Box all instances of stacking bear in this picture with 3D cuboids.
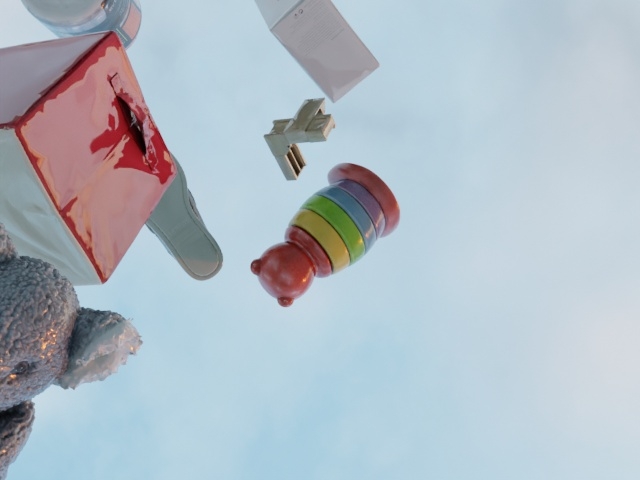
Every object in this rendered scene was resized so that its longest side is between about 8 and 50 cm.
[{"bbox_3d":[0.000,0.000,1.342,0.289,0.164,0.175,-42,-82,-21],"label":"stacking bear"}]

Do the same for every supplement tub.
[{"bbox_3d":[-0.523,-0.534,1.601,0.207,0.338,0.207,0,-90,-2],"label":"supplement tub"}]

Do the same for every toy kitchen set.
[{"bbox_3d":[-0.010,-0.127,0.889,0.083,0.075,0.068,0,-135,31],"label":"toy kitchen set"}]

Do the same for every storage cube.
[{"bbox_3d":[-0.293,-0.079,0.732,0.214,0.184,0.193,-4,-142,18],"label":"storage cube"}]

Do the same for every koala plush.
[{"bbox_3d":[-0.266,0.099,0.543,0.196,0.203,0.221,38,-90,-7],"label":"koala plush"}]

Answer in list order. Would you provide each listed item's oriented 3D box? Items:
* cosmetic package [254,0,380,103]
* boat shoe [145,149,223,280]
[{"bbox_3d":[-0.013,-0.453,1.537,0.138,0.224,0.224,-39,-143,13],"label":"cosmetic package"},{"bbox_3d":[-0.285,-0.059,1.324,0.114,0.091,0.303,-29,-65,-17],"label":"boat shoe"}]
